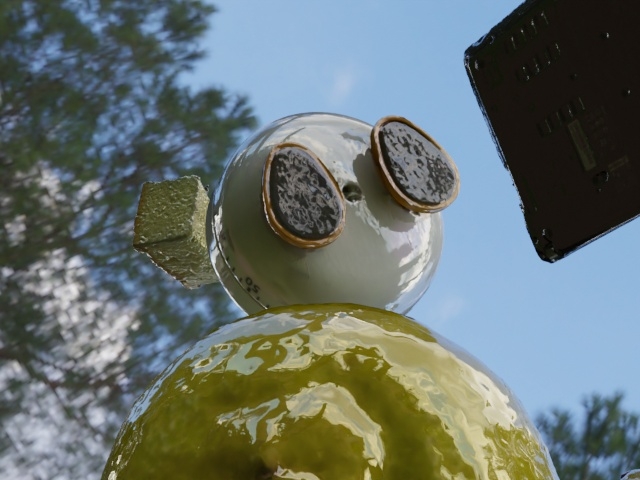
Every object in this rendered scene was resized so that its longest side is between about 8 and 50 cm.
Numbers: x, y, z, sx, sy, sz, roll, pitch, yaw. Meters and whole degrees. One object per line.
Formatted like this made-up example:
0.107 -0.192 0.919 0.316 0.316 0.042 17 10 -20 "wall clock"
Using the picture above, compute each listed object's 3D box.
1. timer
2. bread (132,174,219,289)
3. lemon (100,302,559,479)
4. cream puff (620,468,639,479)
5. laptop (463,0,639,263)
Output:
0.000 0.000 1.250 0.233 0.233 0.240 47 -33 7 "timer"
-0.131 -0.007 1.341 0.084 0.080 0.109 -11 -35 31 "bread"
0.009 0.208 0.878 0.348 0.348 0.348 8 -71 25 "lemon"
0.263 0.222 0.910 0.149 0.149 0.084 19 -106 21 "cream puff"
0.141 -0.075 0.620 0.180 0.016 0.129 -37 -110 54 "laptop"
